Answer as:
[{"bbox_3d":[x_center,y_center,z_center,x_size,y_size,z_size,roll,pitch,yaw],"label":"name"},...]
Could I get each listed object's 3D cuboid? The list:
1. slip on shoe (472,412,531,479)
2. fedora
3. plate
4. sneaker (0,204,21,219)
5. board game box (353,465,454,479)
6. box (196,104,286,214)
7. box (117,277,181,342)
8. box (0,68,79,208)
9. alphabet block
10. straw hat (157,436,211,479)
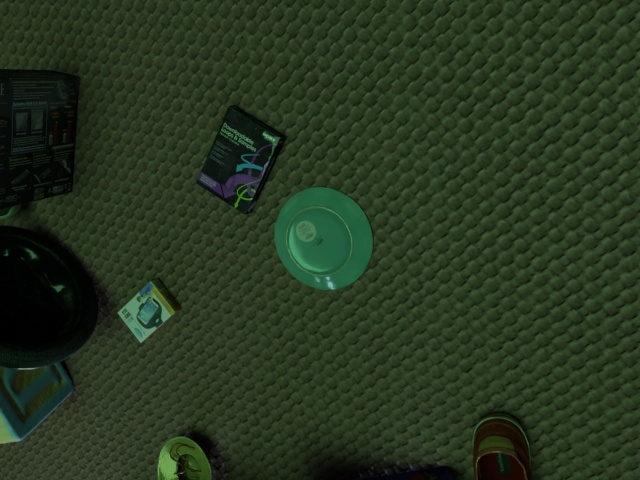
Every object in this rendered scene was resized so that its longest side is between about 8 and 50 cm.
[{"bbox_3d":[0.316,0.459,1.069,0.123,0.101,0.331,-8,101,22],"label":"slip on shoe"},{"bbox_3d":[-0.621,0.134,1.274,0.334,0.334,0.152,44,127,7],"label":"fedora"},{"bbox_3d":[0.000,0.000,1.127,0.188,0.024,0.188,6,106,21],"label":"plate"},{"bbox_3d":[-0.815,-0.084,1.389,0.385,0.145,0.147,6,136,13],"label":"sneaker"},{"bbox_3d":[0.069,0.542,1.113,0.347,0.078,0.233,-7,101,-7],"label":"board game box"},{"bbox_3d":[-0.145,-0.144,1.148,0.116,0.029,0.162,32,111,12],"label":"box"},{"bbox_3d":[-0.355,0.147,1.303,0.136,0.028,0.081,-41,86,23],"label":"box"},{"bbox_3d":[-0.572,-0.184,1.156,0.076,0.307,0.242,15,108,14],"label":"box"},{"bbox_3d":[-0.698,0.311,1.377,0.197,0.192,0.193,-15,107,23],"label":"alphabet block"},{"bbox_3d":[-0.267,0.475,1.328,0.144,0.061,0.144,-2,85,24],"label":"straw hat"}]
